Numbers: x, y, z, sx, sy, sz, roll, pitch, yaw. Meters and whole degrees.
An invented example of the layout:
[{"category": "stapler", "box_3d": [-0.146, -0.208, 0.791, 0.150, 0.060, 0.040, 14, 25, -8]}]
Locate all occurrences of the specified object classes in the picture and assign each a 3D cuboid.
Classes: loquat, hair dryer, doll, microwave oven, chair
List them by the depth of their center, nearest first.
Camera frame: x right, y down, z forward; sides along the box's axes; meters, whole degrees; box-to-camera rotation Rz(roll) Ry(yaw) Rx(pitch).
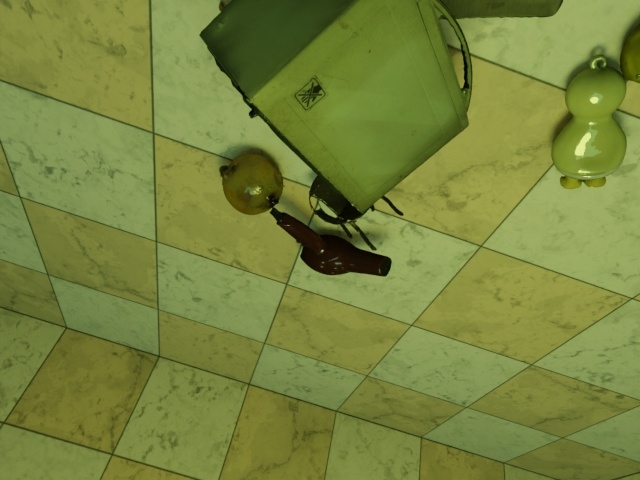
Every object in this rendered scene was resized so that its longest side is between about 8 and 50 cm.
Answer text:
[{"category": "microwave oven", "box_3d": [0.050, -0.292, 0.793, 0.333, 0.247, 0.394, -39, 146, 10]}, {"category": "doll", "box_3d": [0.568, -0.239, 0.943, 0.141, 0.117, 0.297, 3, 124, 23]}, {"category": "chair", "box_3d": [0.083, -0.097, 1.193, 0.213, 0.174, 0.149, 42, 172, -21]}, {"category": "loquat", "box_3d": [-0.193, -0.155, 1.227, 0.204, 0.149, 0.172, 27, 141, 12]}, {"category": "hair dryer", "box_3d": [0.000, 0.000, 1.273, 0.312, 0.123, 0.340, 8, 158, 46]}]

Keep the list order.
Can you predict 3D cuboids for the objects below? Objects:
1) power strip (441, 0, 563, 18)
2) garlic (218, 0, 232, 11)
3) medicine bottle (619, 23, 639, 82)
[{"category": "power strip", "box_3d": [0.307, -0.503, 0.733, 0.250, 0.092, 0.257, 3, 137, 1]}, {"category": "garlic", "box_3d": [-0.160, -0.481, 0.909, 0.113, 0.094, 0.074, -8, 94, 31]}, {"category": "medicine bottle", "box_3d": [0.670, -0.328, 0.800, 0.238, 0.124, 0.124, 11, 139, 8]}]
